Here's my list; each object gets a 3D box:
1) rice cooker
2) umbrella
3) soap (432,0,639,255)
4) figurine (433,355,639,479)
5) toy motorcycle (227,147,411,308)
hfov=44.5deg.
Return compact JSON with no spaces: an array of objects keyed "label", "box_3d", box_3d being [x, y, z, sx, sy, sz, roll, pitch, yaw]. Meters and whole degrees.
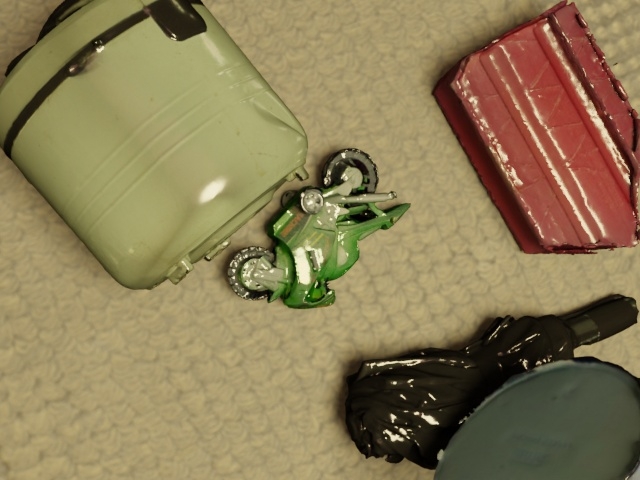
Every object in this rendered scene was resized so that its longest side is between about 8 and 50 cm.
[{"label":"rice cooker","box_3d":[-0.147,-0.095,0.674,0.226,0.226,0.244,-43,95,-11]},{"label":"umbrella","box_3d":[0.181,0.126,0.779,0.340,0.118,0.118,-19,89,-21]},{"label":"soap","box_3d":[0.239,-0.096,0.802,0.162,0.099,0.250,-29,90,-12]},{"label":"figurine","box_3d":[0.290,0.273,0.655,0.248,0.276,0.388,-46,105,-21]},{"label":"toy motorcycle","box_3d":[0.000,0.000,0.764,0.190,0.074,0.106,-46,104,-12]}]
